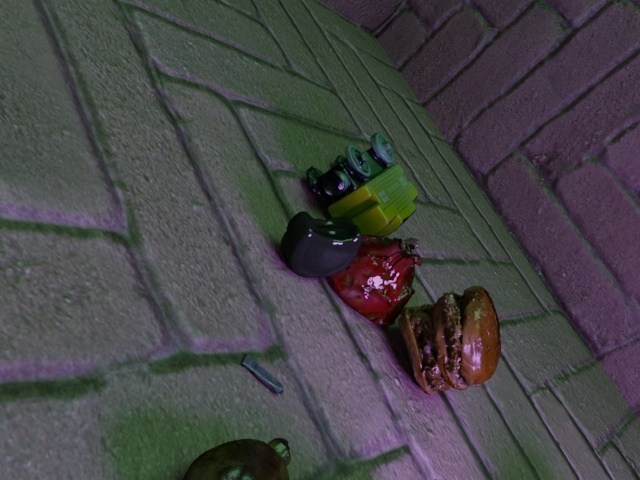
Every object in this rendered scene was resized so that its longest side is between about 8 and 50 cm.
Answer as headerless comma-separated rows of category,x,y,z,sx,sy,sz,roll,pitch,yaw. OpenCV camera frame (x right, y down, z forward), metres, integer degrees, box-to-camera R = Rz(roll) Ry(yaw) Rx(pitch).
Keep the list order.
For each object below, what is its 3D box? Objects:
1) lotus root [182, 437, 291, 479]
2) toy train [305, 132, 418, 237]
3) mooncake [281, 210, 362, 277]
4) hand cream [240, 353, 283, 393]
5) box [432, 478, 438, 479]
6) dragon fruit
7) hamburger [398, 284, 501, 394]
lotus root,-0.102,0.332,0.841,0.138,0.138,0.214,56,24,12
toy train,0.136,-0.141,1.772,0.272,0.179,0.442,58,26,-2
mooncake,0.000,0.000,1.379,0.175,0.168,0.104,42,22,-50
hand cream,-0.098,0.232,1.091,0.093,0.019,0.030,44,26,-6
box,0.115,0.479,0.975,0.259,0.071,0.168,3,50,-36
dragon fruit,0.147,0.078,1.471,0.262,0.211,0.134,32,24,-20
hamburger,0.302,0.230,1.458,0.261,0.211,0.245,64,26,-29
